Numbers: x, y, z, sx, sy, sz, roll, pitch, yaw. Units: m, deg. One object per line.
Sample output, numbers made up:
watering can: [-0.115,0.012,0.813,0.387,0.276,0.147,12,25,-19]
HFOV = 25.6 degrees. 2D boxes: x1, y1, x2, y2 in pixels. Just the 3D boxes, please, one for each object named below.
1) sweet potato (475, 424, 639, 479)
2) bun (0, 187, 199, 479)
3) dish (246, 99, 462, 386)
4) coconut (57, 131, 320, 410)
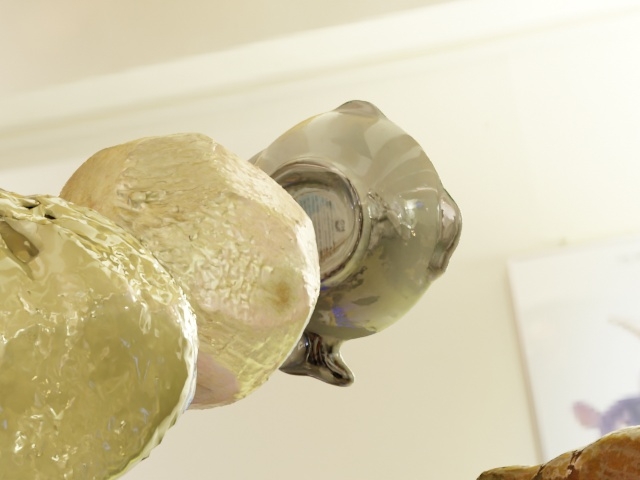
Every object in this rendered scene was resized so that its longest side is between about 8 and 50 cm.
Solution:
sweet potato: [0.079,0.067,0.332,0.049,0.049,0.117,-2,3,-39]
bun: [-0.196,0.047,0.651,0.259,0.152,0.259,-12,19,4]
dish: [0.000,0.000,1.183,0.224,0.246,0.078,12,4,25]
coconut: [-0.090,0.027,0.959,0.194,0.194,0.194,-8,-8,-1]
